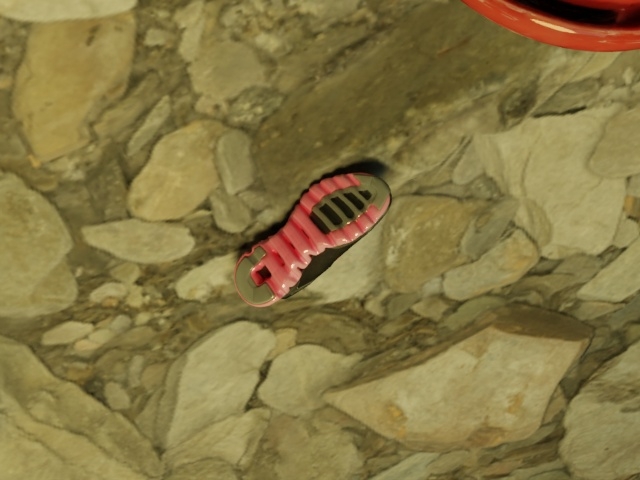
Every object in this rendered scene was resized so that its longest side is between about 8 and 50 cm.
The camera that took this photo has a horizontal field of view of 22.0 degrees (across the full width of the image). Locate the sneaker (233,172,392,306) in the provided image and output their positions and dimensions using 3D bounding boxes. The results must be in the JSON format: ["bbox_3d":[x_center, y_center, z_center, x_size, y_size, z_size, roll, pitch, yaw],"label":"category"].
[{"bbox_3d":[0.000,0.000,1.066,0.119,0.047,0.057,-37,159,14],"label":"sneaker"}]

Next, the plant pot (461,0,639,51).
[{"bbox_3d":[0.142,-0.199,0.811,0.191,0.191,0.174,-7,138,-22],"label":"plant pot"}]
